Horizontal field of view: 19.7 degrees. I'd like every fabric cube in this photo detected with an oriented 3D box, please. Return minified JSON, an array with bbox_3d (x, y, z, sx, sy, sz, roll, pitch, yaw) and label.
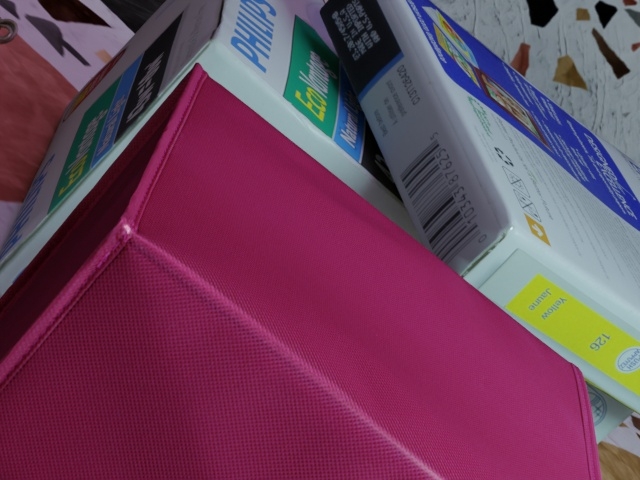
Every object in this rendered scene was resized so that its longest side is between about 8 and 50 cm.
[{"bbox_3d":[-0.049,0.118,0.854,0.258,0.259,0.254,38,18,-11],"label":"fabric cube"}]

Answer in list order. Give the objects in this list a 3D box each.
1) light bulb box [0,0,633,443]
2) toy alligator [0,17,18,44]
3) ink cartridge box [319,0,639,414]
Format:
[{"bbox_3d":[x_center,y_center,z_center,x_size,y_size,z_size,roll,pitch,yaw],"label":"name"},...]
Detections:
[{"bbox_3d":[0.000,0.000,1.296,0.361,0.225,0.358,40,18,-14],"label":"light bulb box"},{"bbox_3d":[-0.281,-0.201,1.441,0.189,0.056,0.051,54,-21,31],"label":"toy alligator"},{"bbox_3d":[0.155,-0.013,1.189,0.307,0.072,0.303,35,20,-35],"label":"ink cartridge box"}]
